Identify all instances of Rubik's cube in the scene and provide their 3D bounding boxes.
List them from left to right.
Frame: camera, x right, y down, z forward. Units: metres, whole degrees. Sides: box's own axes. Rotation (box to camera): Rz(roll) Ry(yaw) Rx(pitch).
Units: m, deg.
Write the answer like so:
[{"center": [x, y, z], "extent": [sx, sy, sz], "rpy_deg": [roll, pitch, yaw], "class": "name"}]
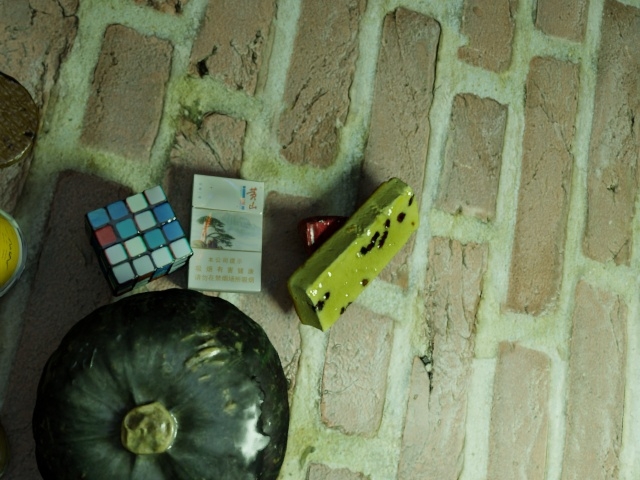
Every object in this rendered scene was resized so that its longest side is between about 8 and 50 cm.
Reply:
[{"center": [-0.350, 0.003, 1.451], "extent": [0.155, 0.154, 0.151], "rpy_deg": [-24, 87, -21], "class": "Rubik's cube"}]

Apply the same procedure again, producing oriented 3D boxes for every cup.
[{"center": [-0.619, 0.013, 1.301], "extent": [0.196, 0.279, 0.197], "rpy_deg": [1, 84, -14], "class": "cup"}]

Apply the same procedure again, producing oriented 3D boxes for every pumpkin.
[{"center": [-0.269, 0.307, 1.320], "extent": [0.454, 0.344, 0.455], "rpy_deg": [0, 88, -1], "class": "pumpkin"}]

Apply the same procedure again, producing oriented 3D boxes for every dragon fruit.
[{"center": [0.000, 0.000, 1.605], "extent": [0.162, 0.083, 0.107], "rpy_deg": [-11, 105, -50], "class": "dragon fruit"}]

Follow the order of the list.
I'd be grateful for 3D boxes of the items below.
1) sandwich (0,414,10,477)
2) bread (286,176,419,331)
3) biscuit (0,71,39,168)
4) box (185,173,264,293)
[{"center": [-0.687, 0.329, 1.314], "extent": [0.248, 0.095, 0.273], "rpy_deg": [-18, 85, -24], "class": "sandwich"}, {"center": [0.081, 0.022, 1.580], "extent": [0.361, 0.077, 0.138], "rpy_deg": [-45, 138, -26], "class": "bread"}, {"center": [-0.653, -0.234, 1.460], "extent": [0.212, 0.036, 0.212], "rpy_deg": [4, 78, -17], "class": "biscuit"}, {"center": [-0.195, -0.011, 1.550], "extent": [0.149, 0.067, 0.233], "rpy_deg": [4, 78, -18], "class": "box"}]
